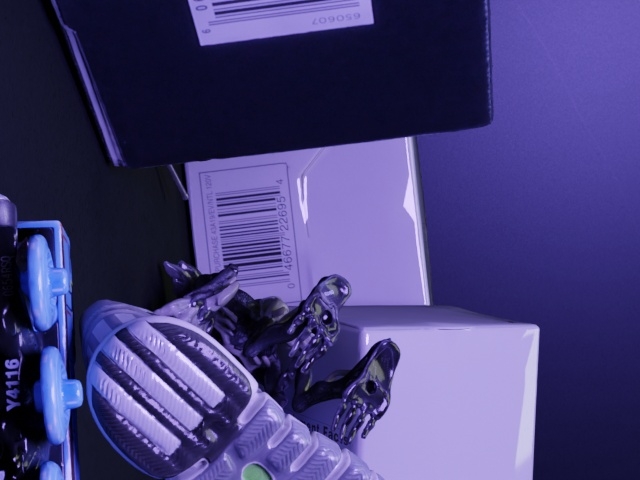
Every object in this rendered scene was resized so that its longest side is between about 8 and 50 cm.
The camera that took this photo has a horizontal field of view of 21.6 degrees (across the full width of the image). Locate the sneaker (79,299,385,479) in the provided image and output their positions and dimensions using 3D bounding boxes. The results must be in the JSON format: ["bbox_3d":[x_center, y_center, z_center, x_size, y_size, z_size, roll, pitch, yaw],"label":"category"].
[{"bbox_3d":[-0.036,0.107,0.821,0.229,0.086,0.132,52,-8,-24],"label":"sneaker"}]

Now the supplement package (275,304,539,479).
[{"bbox_3d":[0.067,0.208,1.463,0.175,0.177,0.293,9,-83,63],"label":"supplement package"}]

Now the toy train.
[{"bbox_3d":[-0.142,0.073,0.745,0.105,0.080,0.184,97,-12,-82],"label":"toy train"}]

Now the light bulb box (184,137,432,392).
[{"bbox_3d":[0.000,0.000,1.755,0.361,0.225,0.358,-2,86,-87],"label":"light bulb box"}]

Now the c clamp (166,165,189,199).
[{"bbox_3d":[-0.139,-0.138,1.466,0.137,0.022,0.161,70,16,-55],"label":"c clamp"}]

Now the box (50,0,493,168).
[{"bbox_3d":[-0.050,-0.380,1.143,0.480,0.297,0.472,78,6,-60],"label":"box"}]

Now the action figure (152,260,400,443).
[{"bbox_3d":[-0.065,0.095,1.358,0.164,0.141,0.275,56,-28,-18],"label":"action figure"}]
